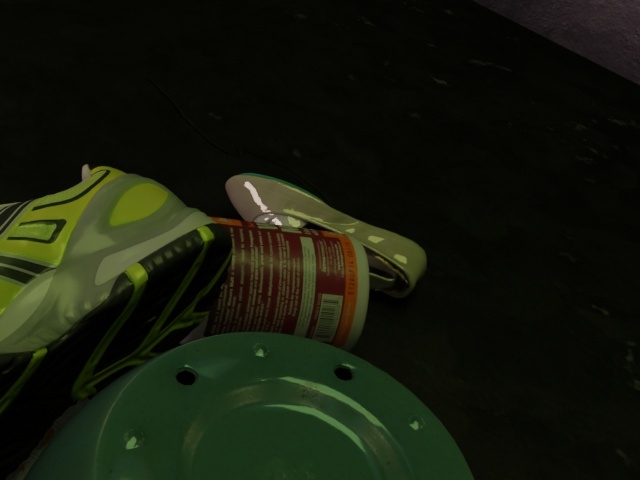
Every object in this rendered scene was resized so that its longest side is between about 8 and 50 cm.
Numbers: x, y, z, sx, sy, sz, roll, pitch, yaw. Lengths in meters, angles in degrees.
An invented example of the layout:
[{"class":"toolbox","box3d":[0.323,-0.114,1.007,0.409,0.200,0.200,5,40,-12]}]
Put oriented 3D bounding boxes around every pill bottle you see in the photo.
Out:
[{"class":"pill bottle","box3d":[-0.076,0.041,0.711,0.221,0.121,0.121,7,35,-18]}]

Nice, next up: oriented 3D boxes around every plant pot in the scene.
[{"class":"plant pot","box3d":[-0.041,0.193,0.408,0.293,0.235,0.293,14,34,-10]}]

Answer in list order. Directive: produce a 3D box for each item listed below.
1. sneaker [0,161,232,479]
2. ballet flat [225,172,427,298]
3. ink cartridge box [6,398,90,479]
[{"class":"sneaker","box3d":[-0.238,0.067,0.509,0.147,0.145,0.385,36,43,22]},{"class":"ballet flat","box3d":[0.000,0.000,0.854,0.249,0.086,0.086,21,34,0]},{"class":"ink cartridge box","box3d":[-0.263,0.141,0.567,0.179,0.045,0.145,37,33,-6]}]
